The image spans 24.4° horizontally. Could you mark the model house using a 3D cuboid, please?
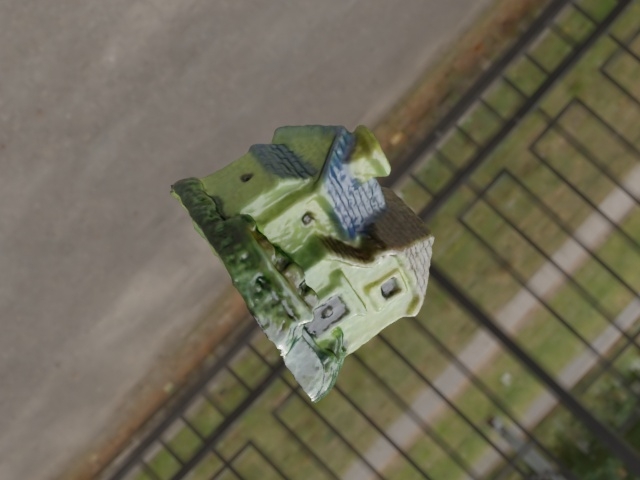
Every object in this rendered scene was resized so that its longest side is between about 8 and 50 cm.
[{"bbox_3d":[0.000,0.000,1.368,0.189,0.195,0.214,-35,128,-6],"label":"model house"}]
